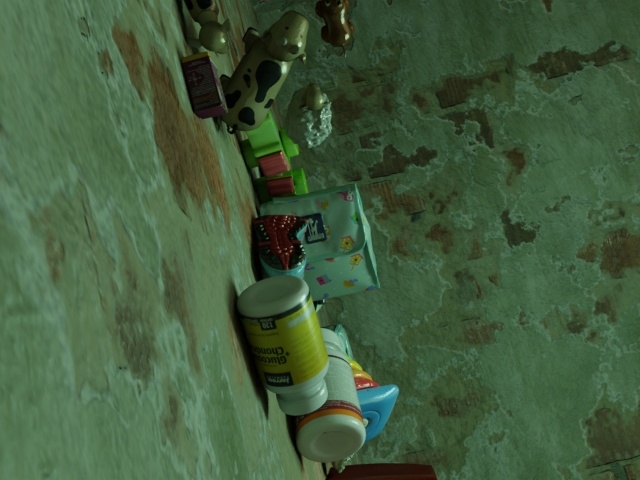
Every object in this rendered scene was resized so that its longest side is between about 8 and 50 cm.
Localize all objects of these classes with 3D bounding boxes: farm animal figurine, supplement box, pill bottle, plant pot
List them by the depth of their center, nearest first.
[{"bbox_3d":[-0.046,0.149,1.050,0.103,0.103,0.184,-99,174,-68],"label":"pill bottle"},{"bbox_3d":[-0.170,-0.227,1.097,0.055,0.043,0.083,44,32,-87],"label":"supplement box"},{"bbox_3d":[-0.105,-0.322,1.244,0.172,0.330,0.327,-106,-151,-60],"label":"farm animal figurine"},{"bbox_3d":[0.004,0.270,1.332,0.221,0.121,0.121,-103,178,-49],"label":"pill bottle"},{"bbox_3d":[0.159,0.615,1.614,0.267,0.235,0.268,62,15,-80],"label":"plant pot"}]

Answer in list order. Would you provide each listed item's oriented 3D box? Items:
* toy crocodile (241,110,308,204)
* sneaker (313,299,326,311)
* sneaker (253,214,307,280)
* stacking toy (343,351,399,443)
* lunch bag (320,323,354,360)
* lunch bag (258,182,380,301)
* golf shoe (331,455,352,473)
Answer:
[{"bbox_3d":[-0.094,-0.148,1.634,0.341,0.115,0.105,74,4,-52],"label":"toy crocodile"},{"bbox_3d":[-0.045,0.065,1.824,0.151,0.094,0.256,-77,152,-82],"label":"sneaker"},{"bbox_3d":[-0.080,0.036,1.410,0.262,0.104,0.125,-90,-176,-65],"label":"sneaker"},{"bbox_3d":[0.019,0.293,1.637,0.302,0.175,0.166,54,-42,42],"label":"stacking toy"},{"bbox_3d":[0.044,0.366,1.954,0.224,0.107,0.279,11,65,-88],"label":"lunch bag"},{"bbox_3d":[0.000,0.000,1.635,0.160,0.223,0.262,-94,171,-47],"label":"lunch bag"},{"bbox_3d":[0.029,0.459,1.664,0.086,0.069,0.176,35,-2,-1],"label":"golf shoe"}]
